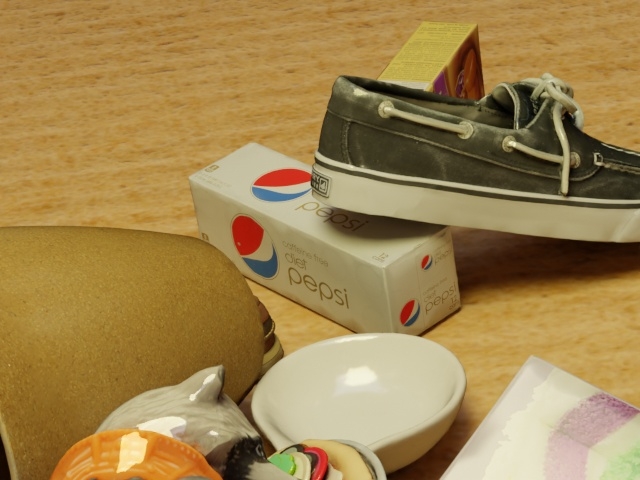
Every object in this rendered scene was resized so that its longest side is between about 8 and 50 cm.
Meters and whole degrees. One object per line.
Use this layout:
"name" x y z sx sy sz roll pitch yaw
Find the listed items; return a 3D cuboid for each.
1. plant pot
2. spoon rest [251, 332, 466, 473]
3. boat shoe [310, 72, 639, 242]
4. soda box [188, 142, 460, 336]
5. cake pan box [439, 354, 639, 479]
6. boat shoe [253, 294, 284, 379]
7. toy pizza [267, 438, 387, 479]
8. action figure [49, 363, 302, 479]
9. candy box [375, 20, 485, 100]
"plant pot" -0.165 0.084 1.158 0.237 0.237 0.254 18 27 38
"spoon rest" 0.015 0.133 1.136 0.137 0.084 0.276 -2 33 11
"boat shoe" 0.143 -0.067 1.323 0.306 0.105 0.113 6 16 -16
"soda box" 0.000 0.000 1.363 0.069 0.074 0.216 -32 38 -32
"cake pan box" 0.132 0.214 0.882 0.246 0.070 0.267 27 64 29
"boat shoe" -0.111 0.054 1.319 0.178 0.060 0.064 6 35 24
"toy pizza" -0.049 0.177 0.986 0.201 0.032 0.201 -36 22 17
"action figure" -0.032 0.199 0.778 0.341 0.178 0.330 -9 55 4
"candy box" 0.074 -0.079 1.440 0.053 0.109 0.186 7 36 25
